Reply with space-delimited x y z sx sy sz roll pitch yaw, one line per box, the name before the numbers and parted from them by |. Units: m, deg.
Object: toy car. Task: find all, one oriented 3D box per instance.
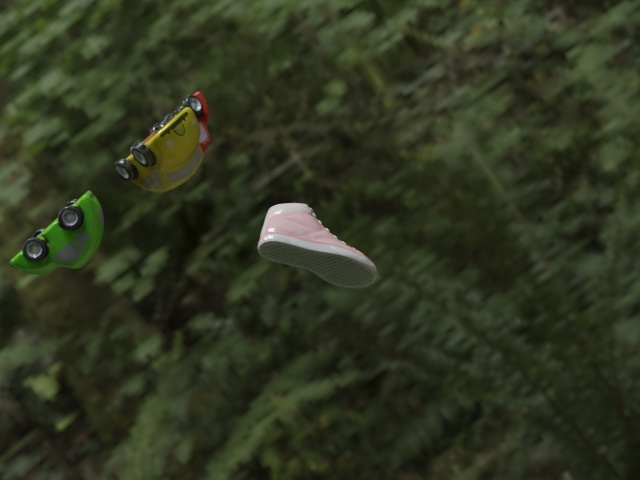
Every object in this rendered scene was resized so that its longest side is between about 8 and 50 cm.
toy car | -0.183 -0.039 1.572 0.225 0.053 0.239 -41 7 4

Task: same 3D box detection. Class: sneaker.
sneaker | 0.000 0.000 1.840 0.051 0.134 0.070 124 158 -44
